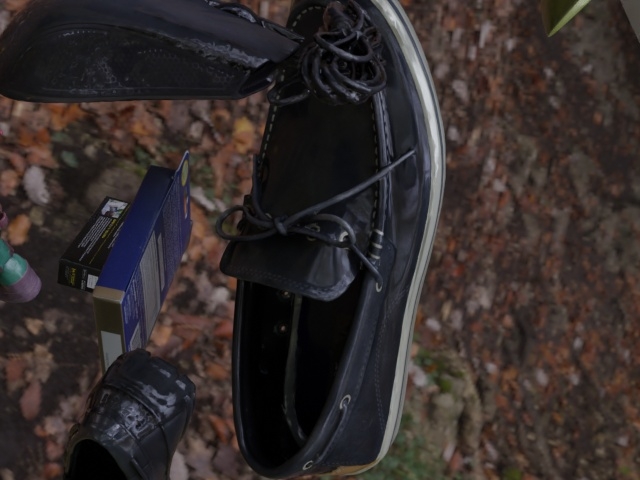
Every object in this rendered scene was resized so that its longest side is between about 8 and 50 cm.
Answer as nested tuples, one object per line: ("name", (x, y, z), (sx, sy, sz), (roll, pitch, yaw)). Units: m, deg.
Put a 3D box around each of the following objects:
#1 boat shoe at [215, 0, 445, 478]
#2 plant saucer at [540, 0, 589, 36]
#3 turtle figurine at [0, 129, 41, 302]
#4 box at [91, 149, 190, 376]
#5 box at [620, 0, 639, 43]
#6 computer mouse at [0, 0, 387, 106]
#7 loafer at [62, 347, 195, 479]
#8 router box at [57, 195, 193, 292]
("boat shoe", (0.000, 0.000, 1.036), (0.156, 0.187, 0.500), (-12, 111, -47))
("plant saucer", (0.244, -0.251, 0.820), (0.037, 0.241, 0.241), (45, 63, 3))
("turtle figurine", (-0.302, -0.012, 0.863), (0.175, 0.118, 0.234), (-44, 141, -28))
("box", (-0.180, 0.022, 1.143), (0.136, 0.036, 0.225), (95, 9, -46))
("box", (0.541, -0.278, 1.198), (0.345, 0.168, 0.215), (1, 145, -19))
("computer mouse", (-0.092, -0.140, 0.738), (0.188, 0.272, 0.072), (-81, 169, -68))
("loafer", (-0.132, 0.156, 0.688), (0.078, 0.076, 0.223), (-50, 166, -43))
("router box", (-0.263, 0.014, 1.506), (0.179, 0.133, 0.046), (-69, 174, -58))
